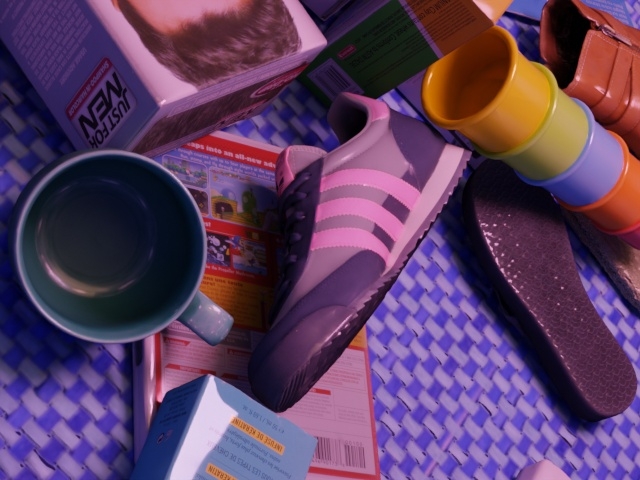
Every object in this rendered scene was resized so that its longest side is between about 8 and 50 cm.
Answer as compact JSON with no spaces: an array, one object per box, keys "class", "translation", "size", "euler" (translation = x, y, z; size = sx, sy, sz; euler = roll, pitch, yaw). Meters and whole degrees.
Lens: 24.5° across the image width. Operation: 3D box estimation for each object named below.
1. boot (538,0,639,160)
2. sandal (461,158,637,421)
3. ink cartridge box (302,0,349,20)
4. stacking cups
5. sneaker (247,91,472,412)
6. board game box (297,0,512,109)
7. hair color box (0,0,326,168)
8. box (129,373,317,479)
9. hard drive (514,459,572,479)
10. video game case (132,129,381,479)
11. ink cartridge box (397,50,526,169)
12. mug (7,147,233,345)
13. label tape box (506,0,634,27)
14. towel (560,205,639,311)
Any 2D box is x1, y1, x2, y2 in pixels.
[{"class":"boot","translation":[0.324,-0.114,1.436],"size":[0.220,0.109,0.283],"euler":[26,42,-36]},{"class":"sandal","translation":[0.191,0.047,1.313],"size":[0.097,0.054,0.254],"euler":[-22,85,-34]},{"class":"ink cartridge box","translation":[0.014,-0.370,1.357],"size":[0.207,0.117,0.283],"euler":[43,47,-11]},{"class":"stacking cups","translation":[0.213,-0.068,1.281],"size":[0.316,0.096,0.096],"euler":[34,47,-42]},{"class":"sneaker","translation":[0.000,0.000,1.125],"size":[0.131,0.112,0.319],"euler":[34,42,2]},{"class":"board game box","translation":[0.136,-0.261,1.261],"size":[0.064,0.242,0.316],"euler":[45,61,-12]},{"class":"hair color box","translation":[-0.183,-0.247,1.119],"size":[0.185,0.113,0.374],"euler":[-28,81,-44]},{"class":"box","translation":[-0.090,0.217,0.962],"size":[0.100,0.060,0.244],"euler":[34,56,-21]},{"class":"hard drive","translation":[0.176,0.368,1.117],"size":[0.233,0.047,0.353],"euler":[46,47,-8]},{"class":"video game case","translation":[-0.052,0.049,1.133],"size":[0.204,0.025,0.285],"euler":[14,58,-32]},{"class":"ink cartridge box","translation":[0.166,-0.122,1.376],"size":[0.180,0.060,0.104],"euler":[45,46,-9]},{"class":"mug","translation":[-0.146,0.013,1.018],"size":[0.129,0.097,0.157],"euler":[-21,101,-14]},{"class":"label tape box","translation":[0.253,-0.395,1.565],"size":[0.249,0.115,0.347],"euler":[9,59,-35]},{"class":"towel","translation":[0.299,-0.003,1.438],"size":[0.148,0.027,0.110],"euler":[52,47,-4]}]
